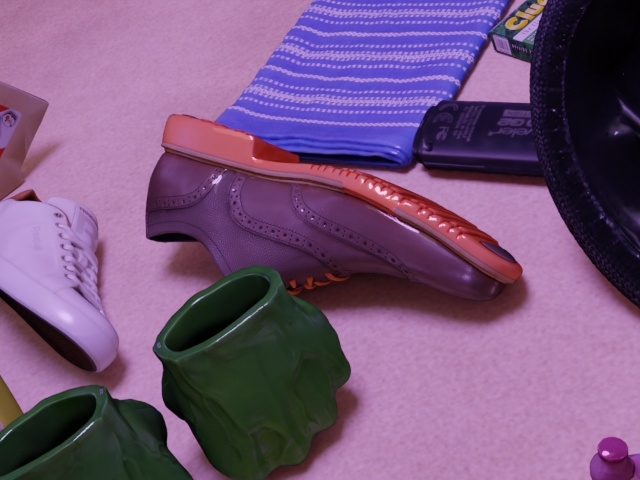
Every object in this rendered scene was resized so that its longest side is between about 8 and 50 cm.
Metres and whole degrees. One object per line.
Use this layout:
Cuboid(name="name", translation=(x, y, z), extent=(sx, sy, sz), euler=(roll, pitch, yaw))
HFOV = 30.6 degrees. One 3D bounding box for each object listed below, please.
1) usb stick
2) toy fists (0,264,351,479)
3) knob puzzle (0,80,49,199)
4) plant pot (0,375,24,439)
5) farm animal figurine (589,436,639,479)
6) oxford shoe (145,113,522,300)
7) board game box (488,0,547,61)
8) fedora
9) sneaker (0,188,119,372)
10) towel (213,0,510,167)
Cuboid(name="usb stick", translation=(0.211, -0.085, 1.008), extent=(0.278, 0.045, 0.077), euler=(7, 57, 33))
Cuboid(name="toy fists", translation=(-0.107, 0.141, 0.865), extent=(0.279, 0.142, 0.096), euler=(-35, 29, -10))
Cuboid(name="knob puzzle", translation=(-0.408, -0.096, 1.255), extent=(0.213, 0.213, 0.030), euler=(-38, 43, -14))
Cuboid(name="plant pot", translation=(-0.363, 0.120, 0.886), extent=(0.227, 0.228, 0.207), euler=(-35, 11, -25))
Cuboid(name="farm animal figurine", translation=(0.186, 0.266, 0.557), extent=(0.330, 0.172, 0.326), euler=(-20, 42, -8))
Cuboid(name="oxford shoe", translation=(0.000, 0.000, 1.003), extent=(0.364, 0.130, 0.132), euler=(21, 91, 34))
Cuboid(name="board game box", translation=(0.302, -0.257, 1.157), extent=(0.260, 0.030, 0.136), euler=(-41, 44, -17))
Cuboid(name="fedora", translation=(0.313, -0.088, 0.823), extent=(0.334, 0.334, 0.153), euler=(16, 22, 39))
Cuboid(name="sneaker", translation=(-0.248, 0.018, 1.096), extent=(0.123, 0.106, 0.290), euler=(-42, 41, -14))
Cuboid(name="towel", translation=(0.052, -0.202, 1.224), extent=(0.243, 0.040, 0.336), euler=(7, 50, 33))
